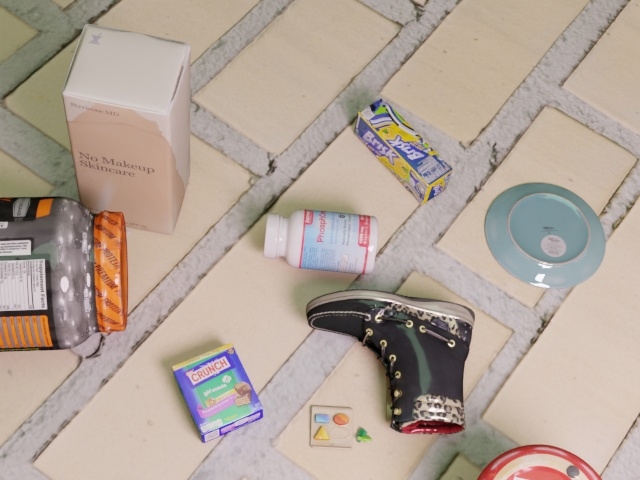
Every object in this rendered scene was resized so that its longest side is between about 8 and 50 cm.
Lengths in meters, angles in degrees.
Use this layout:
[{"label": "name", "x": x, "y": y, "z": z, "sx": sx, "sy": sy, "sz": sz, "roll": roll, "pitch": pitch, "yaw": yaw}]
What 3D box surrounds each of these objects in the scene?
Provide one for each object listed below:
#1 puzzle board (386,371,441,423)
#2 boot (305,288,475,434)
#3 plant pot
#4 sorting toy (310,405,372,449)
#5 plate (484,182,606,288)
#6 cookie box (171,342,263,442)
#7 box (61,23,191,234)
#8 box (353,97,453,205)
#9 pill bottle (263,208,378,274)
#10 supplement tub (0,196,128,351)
[{"label": "puzzle board", "x": 0.139, "y": 0.195, "z": 1.492, "sx": 0.096, "sy": 0.011, "sz": 0.128, "roll": 3, "pitch": 60, "yaw": -2}, {"label": "boot", "x": 0.093, "y": 0.165, "z": 1.450, "sx": 0.237, "sy": 0.085, "sz": 0.178, "roll": 6, "pitch": 63, "yaw": -2}, {"label": "plant pot", "x": 0.265, "y": 0.356, "z": 1.305, "sx": 0.191, "sy": 0.174, "sz": 0.191, "roll": -3, "pitch": 61, "yaw": 6}, {"label": "sorting toy", "x": 0.029, "y": 0.254, "z": 1.446, "sx": 0.083, "sy": 0.012, "sz": 0.062, "roll": 3, "pitch": 60, "yaw": -3}, {"label": "plate", "x": 0.345, "y": -0.014, "z": 1.622, "sx": 0.188, "sy": 0.024, "sz": 0.188, "roll": 3, "pitch": 60, "yaw": -5}, {"label": "cookie box", "x": -0.140, "y": 0.205, "z": 1.441, "sx": 0.092, "sy": 0.040, "sz": 0.107, "roll": -22, "pitch": 64, "yaw": -16}, {"label": "box", "x": -0.260, "y": -0.144, "z": 1.471, "sx": 0.148, "sy": 0.311, "sz": 0.121, "roll": 11, "pitch": 60, "yaw": 1}, {"label": "box", "x": 0.126, "y": -0.139, "z": 1.650, "sx": 0.054, "sy": 0.059, "sz": 0.169, "roll": -32, "pitch": 68, "yaw": -22}, {"label": "pill bottle", "x": 0.000, "y": 0.000, "z": 1.544, "sx": 0.160, "sy": 0.087, "sz": 0.087, "roll": 5, "pitch": 60, "yaw": -3}, {"label": "supplement tub", "x": -0.430, "y": 0.045, "z": 1.409, "sx": 0.338, "sy": 0.207, "sz": 0.207, "roll": -1, "pitch": 61, "yaw": -7}]
